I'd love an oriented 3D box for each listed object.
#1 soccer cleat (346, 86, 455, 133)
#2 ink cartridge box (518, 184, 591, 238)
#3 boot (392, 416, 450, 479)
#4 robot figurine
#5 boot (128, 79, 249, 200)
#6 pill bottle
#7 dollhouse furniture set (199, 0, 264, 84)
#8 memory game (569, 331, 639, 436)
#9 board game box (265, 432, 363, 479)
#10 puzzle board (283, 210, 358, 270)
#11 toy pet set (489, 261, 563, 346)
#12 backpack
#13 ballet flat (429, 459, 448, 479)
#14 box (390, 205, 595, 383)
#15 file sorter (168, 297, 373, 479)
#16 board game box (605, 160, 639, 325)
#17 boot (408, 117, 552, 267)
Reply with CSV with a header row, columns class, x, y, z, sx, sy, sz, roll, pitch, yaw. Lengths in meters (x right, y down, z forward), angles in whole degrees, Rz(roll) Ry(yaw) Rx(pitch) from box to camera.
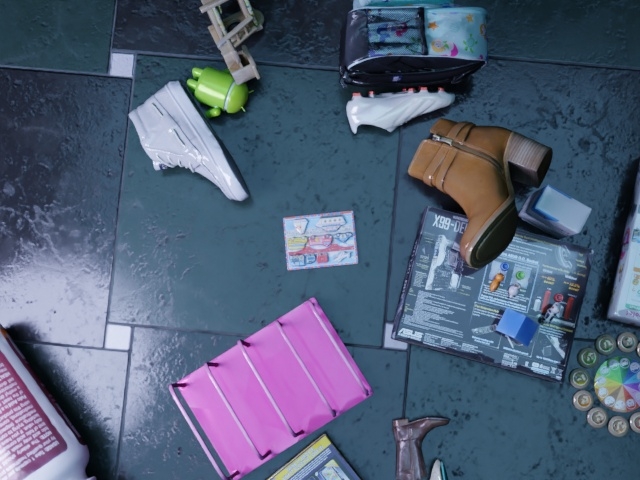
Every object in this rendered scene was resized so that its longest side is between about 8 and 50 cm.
class,x,y,z,sx,sy,sz,roll,pitch,yaw
soccer cleat,0.145,-0.235,1.985,0.196,0.068,0.076,-5,99,2
ink cartridge box,0.407,-0.048,1.925,0.088,0.122,0.052,30,83,-1
boot,0.181,0.367,1.933,0.106,0.037,0.114,-7,81,14
robot figurine,-0.181,-0.271,1.990,0.115,0.067,0.101,20,73,3
boot,-0.238,-0.153,1.977,0.123,0.095,0.258,-34,76,4
pill bottle,-0.534,0.345,1.860,0.224,0.224,0.392,-36,84,-2
dollhouse furniture set,-0.149,-0.394,1.920,0.101,0.182,0.161,-26,59,-1
memory game,0.532,0.253,1.949,0.186,0.012,0.186,0,84,1
board game box,-0.014,0.443,1.925,0.170,0.048,0.141,-38,83,-2
puzzle board,0.000,0.000,1.987,0.128,0.011,0.096,-6,84,0
toy pet set,0.340,0.110,1.864,0.122,0.065,0.114,29,85,4
backpack,0.164,-0.355,1.915,0.253,0.225,0.191,3,89,-2
ballet flat,0.209,0.467,1.915,0.052,0.057,0.168,-16,84,10
box,0.300,0.095,1.938,0.307,0.076,0.243,14,85,3
file sorter,-0.083,0.253,1.878,0.290,0.182,0.202,-32,84,-2
board game box,0.643,0.014,1.929,0.224,0.097,0.304,14,83,4
boot,0.243,-0.094,1.895,0.220,0.109,0.283,21,66,25
